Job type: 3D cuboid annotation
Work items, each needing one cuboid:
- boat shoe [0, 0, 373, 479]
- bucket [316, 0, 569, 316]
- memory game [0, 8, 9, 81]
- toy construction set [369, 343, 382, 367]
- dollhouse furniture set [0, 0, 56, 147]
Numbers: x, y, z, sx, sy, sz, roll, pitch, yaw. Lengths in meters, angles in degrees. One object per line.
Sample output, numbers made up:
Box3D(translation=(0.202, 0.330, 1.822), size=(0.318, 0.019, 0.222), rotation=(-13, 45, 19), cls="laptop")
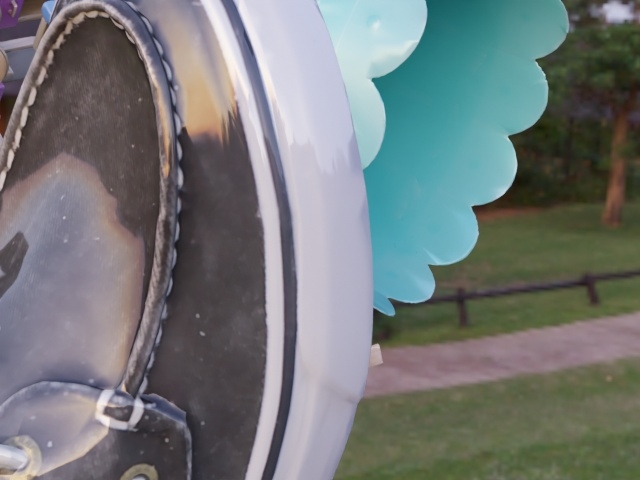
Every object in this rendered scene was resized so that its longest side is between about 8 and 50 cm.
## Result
Box3D(translation=(-0.074, 0.074, 0.353), size=(0.121, 0.335, 0.119), rotation=(21, 18, 40), cls="boat shoe")
Box3D(translation=(0.024, -0.111, 0.826), size=(0.183, 0.281, 0.281), rotation=(27, 17, 23), cls="bucket")
Box3D(translation=(-0.312, -0.143, 0.886), size=(0.186, 0.186, 0.012), rotation=(4, 33, 1), cls="memory game")
Box3D(translation=(0.000, 0.000, 1.395), size=(0.237, 0.308, 0.257), rotation=(-15, -10, -15), cls="toy construction set")
Box3D(translation=(-0.180, -0.117, 1.087), size=(0.198, 0.303, 0.286), rotation=(-19, -23, -36), cls="dollhouse furniture set")
